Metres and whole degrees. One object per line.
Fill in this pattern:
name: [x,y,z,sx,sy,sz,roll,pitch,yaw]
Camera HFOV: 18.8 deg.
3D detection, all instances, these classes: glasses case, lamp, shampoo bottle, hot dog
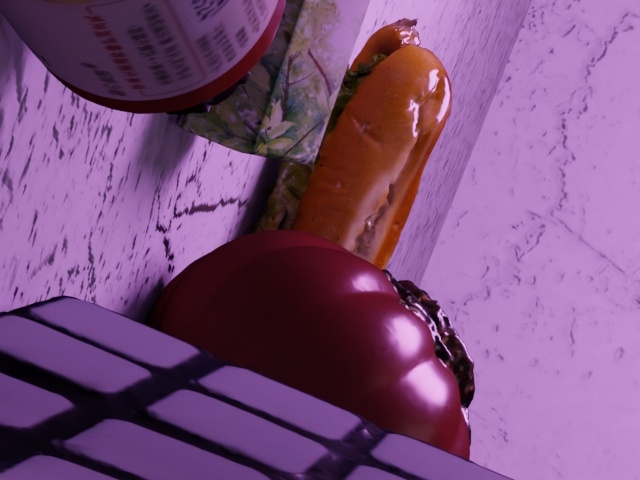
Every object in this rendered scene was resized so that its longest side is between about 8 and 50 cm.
glasses case: [-0.001,-0.179,1.054,0.095,0.062,0.272,8,102,-68]
lamp: [-0.006,0.100,1.140,0.227,0.227,0.226,20,90,-81]
shampoo bottle: [-0.067,-0.107,0.669,0.278,0.104,0.104,66,45,-77]
hot dog: [0.000,0.000,1.360,0.135,0.100,0.337,107,5,-85]

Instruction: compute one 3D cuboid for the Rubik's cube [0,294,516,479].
Rubik's cube: [-0.061,0.245,0.737,0.337,0.344,0.344,-14,125,-80]
